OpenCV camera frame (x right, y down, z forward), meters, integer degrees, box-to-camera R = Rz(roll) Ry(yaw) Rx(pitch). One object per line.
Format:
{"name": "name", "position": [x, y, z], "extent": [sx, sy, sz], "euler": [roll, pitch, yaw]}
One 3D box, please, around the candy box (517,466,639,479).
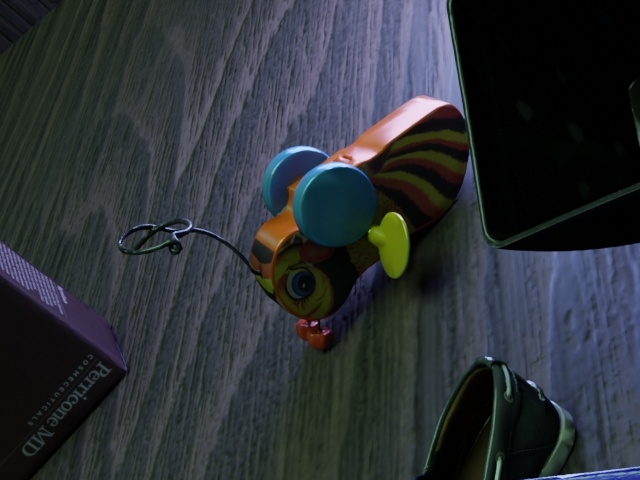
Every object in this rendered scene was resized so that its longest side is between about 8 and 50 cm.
{"name": "candy box", "position": [0.096, 0.253, 0.497], "extent": [0.268, 0.122, 0.317], "euler": [-17, 70, 45]}

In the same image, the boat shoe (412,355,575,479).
{"name": "boat shoe", "position": [0.072, 0.181, 0.822], "extent": [0.084, 0.079, 0.233], "euler": [4, 56, 52]}

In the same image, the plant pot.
{"name": "plant pot", "position": [0.215, -0.095, 0.839], "extent": [0.188, 0.167, 0.187], "euler": [-26, 62, 40]}

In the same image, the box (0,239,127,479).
{"name": "box", "position": [-0.407, 0.071, 1.359], "extent": [0.191, 0.381, 0.143], "euler": [-48, 29, 3]}

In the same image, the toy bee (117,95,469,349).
{"name": "toy bee", "position": [0.000, 0.000, 1.135], "extent": [0.298, 0.162, 0.195], "euler": [-18, 23, 5]}
